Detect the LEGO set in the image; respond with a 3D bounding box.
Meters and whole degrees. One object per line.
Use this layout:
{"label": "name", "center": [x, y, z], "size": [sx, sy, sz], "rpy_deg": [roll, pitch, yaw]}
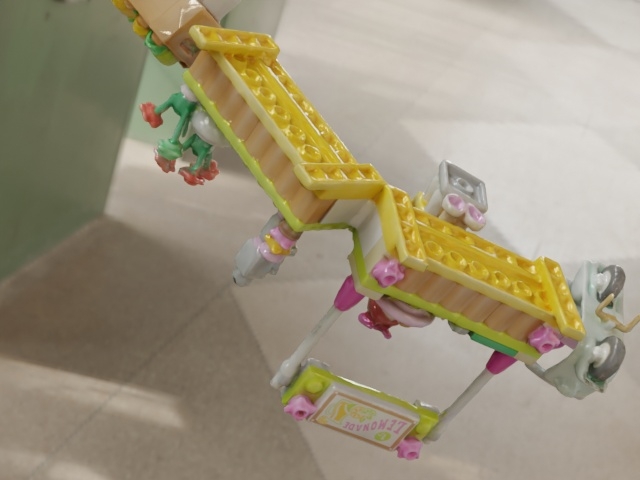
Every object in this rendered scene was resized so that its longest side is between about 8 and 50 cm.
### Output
{"label": "LEGO set", "center": [0.000, 0.000, 0.576], "size": [0.287, 0.107, 0.132], "rpy_deg": [35, 29, -5]}
